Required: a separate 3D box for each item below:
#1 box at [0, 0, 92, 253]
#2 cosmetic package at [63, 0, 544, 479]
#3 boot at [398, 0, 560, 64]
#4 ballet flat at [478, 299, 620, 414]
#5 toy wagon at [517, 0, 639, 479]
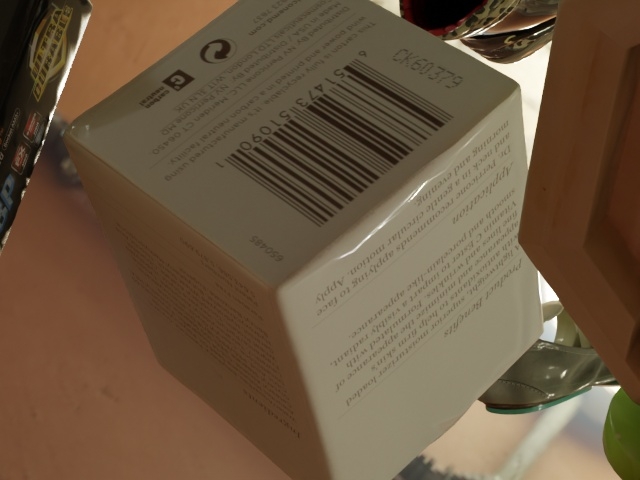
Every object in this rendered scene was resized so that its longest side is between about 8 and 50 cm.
[{"bbox_3d":[-0.225,-0.041,0.697,0.175,0.051,0.220,14,-104,18],"label":"box"},{"bbox_3d":[0.000,0.000,0.711,0.151,0.184,0.151,-39,-127,-22],"label":"cosmetic package"},{"bbox_3d":[0.166,-0.212,1.013,0.085,0.236,0.178,52,-157,13],"label":"boot"},{"bbox_3d":[0.176,0.072,0.996,0.213,0.072,0.068,-2,-90,-50],"label":"ballet flat"},{"bbox_3d":[0.228,0.022,0.455,0.344,0.267,0.068,24,-132,20],"label":"toy wagon"}]
